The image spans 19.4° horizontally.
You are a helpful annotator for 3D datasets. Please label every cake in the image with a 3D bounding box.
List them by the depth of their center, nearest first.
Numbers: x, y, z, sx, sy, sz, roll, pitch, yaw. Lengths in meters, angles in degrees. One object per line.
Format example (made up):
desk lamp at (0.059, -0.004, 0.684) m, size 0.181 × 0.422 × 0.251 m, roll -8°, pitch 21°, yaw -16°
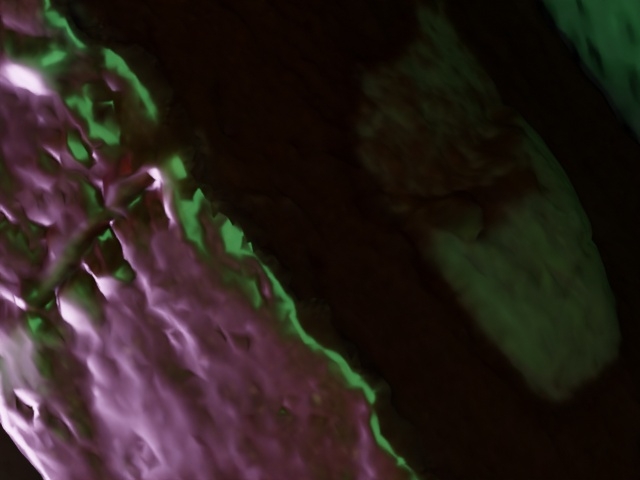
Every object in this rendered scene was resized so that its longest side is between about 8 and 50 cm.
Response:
cake at (0.000, 0.000, 0.529) m, size 0.283 × 0.177 × 0.151 m, roll 51°, pitch 136°, yaw 8°

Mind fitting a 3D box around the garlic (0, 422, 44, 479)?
garlic at (-0.025, 0.159, 0.648) m, size 0.231 × 0.246 × 0.340 m, roll -19°, pitch 85°, yaw 15°
